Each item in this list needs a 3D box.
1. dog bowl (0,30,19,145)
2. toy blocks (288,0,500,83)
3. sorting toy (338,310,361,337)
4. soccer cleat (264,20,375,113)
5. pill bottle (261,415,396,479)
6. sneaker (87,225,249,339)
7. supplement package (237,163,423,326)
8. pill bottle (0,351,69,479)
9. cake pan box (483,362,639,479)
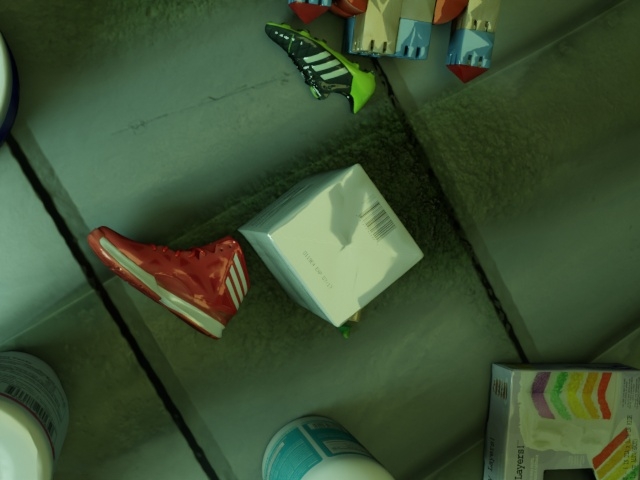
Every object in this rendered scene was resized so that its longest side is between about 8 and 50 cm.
[{"bbox_3d":[-0.500,-0.193,0.812,0.265,0.104,0.265,0,91,-15],"label":"dog bowl"},{"bbox_3d":[0.101,-0.365,0.949,0.381,0.191,0.261,4,102,-16],"label":"toy blocks"},{"bbox_3d":[0.031,0.099,1.012,0.062,0.012,0.083,13,85,-20],"label":"sorting toy"},{"bbox_3d":[-0.005,-0.243,0.971,0.179,0.060,0.072,28,97,-15],"label":"soccer cleat"},{"bbox_3d":[0.016,0.329,0.885,0.146,0.264,0.146,0,92,-15],"label":"pill bottle"},{"bbox_3d":[-0.190,0.023,0.926,0.221,0.087,0.128,42,72,-25],"label":"sneaker"},{"bbox_3d":[0.000,0.000,0.881,0.134,0.244,0.139,-38,102,-10],"label":"supplement package"},{"bbox_3d":[-0.368,0.215,0.768,0.160,0.283,0.160,0,92,-15],"label":"pill bottle"},{"bbox_3d":[0.381,0.327,1.087,0.245,0.070,0.267,5,91,-13],"label":"cake pan box"}]
